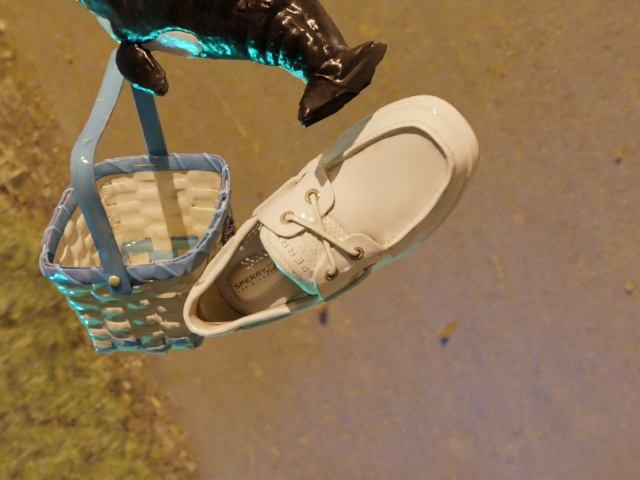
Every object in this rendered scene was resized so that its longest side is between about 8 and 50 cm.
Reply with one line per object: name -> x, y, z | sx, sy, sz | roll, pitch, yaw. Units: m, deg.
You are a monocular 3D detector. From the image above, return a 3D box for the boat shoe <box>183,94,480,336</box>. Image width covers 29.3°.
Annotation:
boat shoe -> 0.000, 0.000, 0.884 | 0.098, 0.096, 0.277 | 50, 128, 0

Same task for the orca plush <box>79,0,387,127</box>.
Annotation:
orca plush -> -0.099, -0.171, 0.863 | 0.151, 0.102, 0.287 | -49, 60, 8

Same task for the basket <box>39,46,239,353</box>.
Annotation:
basket -> -0.201, -0.039, 1.349 | 0.201, 0.254, 0.289 | -6, 128, 12
